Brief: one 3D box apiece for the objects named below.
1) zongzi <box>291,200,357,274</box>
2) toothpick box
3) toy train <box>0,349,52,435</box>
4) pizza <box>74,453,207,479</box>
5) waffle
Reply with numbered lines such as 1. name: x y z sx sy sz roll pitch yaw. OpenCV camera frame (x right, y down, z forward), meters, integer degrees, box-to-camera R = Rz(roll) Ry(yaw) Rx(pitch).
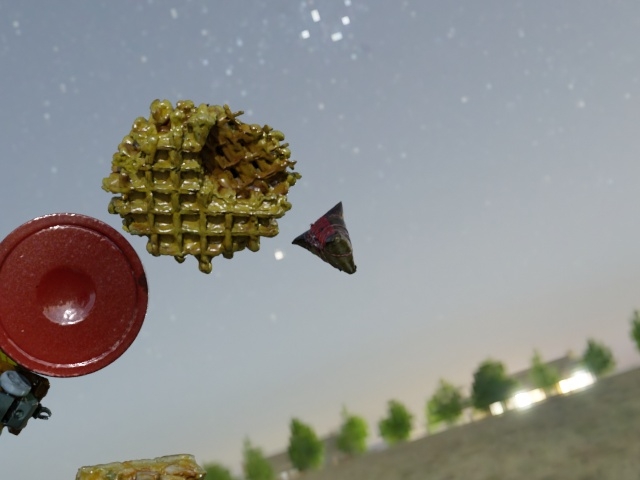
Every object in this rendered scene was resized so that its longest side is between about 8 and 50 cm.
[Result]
1. zongzi: 0.000 0.000 1.531 0.073 0.083 0.067 -25 -43 16
2. toothpick box: -0.327 0.070 1.729 0.204 0.204 0.333 -17 0 -8
3. toy train: -0.443 0.175 1.663 0.219 0.127 0.089 27 -76 -29
4. pizza: -0.202 0.271 1.311 0.175 0.046 0.134 -41 -40 11
5. waffle: -0.126 -0.059 1.373 0.193 0.070 0.197 24 -57 -16
